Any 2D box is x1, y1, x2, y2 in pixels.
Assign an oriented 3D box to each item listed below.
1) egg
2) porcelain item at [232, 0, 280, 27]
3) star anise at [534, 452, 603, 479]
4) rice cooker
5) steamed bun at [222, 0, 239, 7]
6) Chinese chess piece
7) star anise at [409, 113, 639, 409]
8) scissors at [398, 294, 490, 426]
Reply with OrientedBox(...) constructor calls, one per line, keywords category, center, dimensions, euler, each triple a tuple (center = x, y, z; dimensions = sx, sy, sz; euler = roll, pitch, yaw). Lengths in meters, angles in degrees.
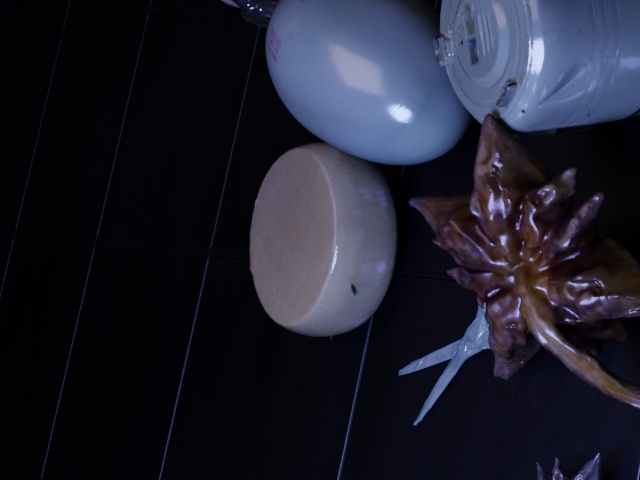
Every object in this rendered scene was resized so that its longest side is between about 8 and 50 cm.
OrientedBox(category="egg", center=(0.064, -0.227, 1.563), dimensions=(0.371, 0.230, 0.230), euler=(45, 115, 48))
OrientedBox(category="porcelain item", center=(-0.064, -0.343, 1.813), dimensions=(0.081, 0.215, 0.069), euler=(11, 85, 56))
OrientedBox(category="star anise", center=(0.258, 0.267, 1.223), dimensions=(0.124, 0.056, 0.129), euler=(46, 119, 40))
OrientedBox(category="rice cooker", center=(0.261, -0.224, 1.265), dimensions=(0.226, 0.244, 0.226), euler=(167, 90, -69))
OrientedBox(category="steamed bun", center=(-0.063, -0.489, 1.902), dimensions=(0.283, 0.177, 0.283), euler=(-38, 37, 36))
OrientedBox(category="Chinese chess piece", center=(0.000, 0.000, 1.646), dimensions=(0.273, 0.102, 0.273), euler=(-13, 75, 59))
OrientedBox(category="star anise", center=(0.226, 0.037, 1.235), dimensions=(0.349, 0.109, 0.292), euler=(64, 155, -4))
OrientedBox(category="scissors", center=(0.176, 0.128, 1.446), dimensions=(0.248, 0.017, 0.144), euler=(-48, 40, 37))
